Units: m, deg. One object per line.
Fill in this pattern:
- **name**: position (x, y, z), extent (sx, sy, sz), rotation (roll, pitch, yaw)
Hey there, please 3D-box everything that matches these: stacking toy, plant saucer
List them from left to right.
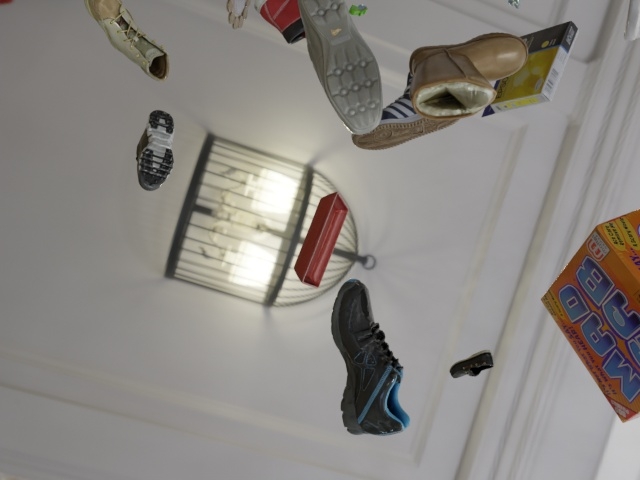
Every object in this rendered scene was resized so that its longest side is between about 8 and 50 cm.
- **plant saucer**: position (0.000, 0.000, 1.758), extent (0.258, 0.047, 0.259), rotation (40, 72, -78)
- **stacking toy**: position (0.170, -0.671, 1.597), extent (0.221, 0.052, 0.167), rotation (-39, 174, -31)

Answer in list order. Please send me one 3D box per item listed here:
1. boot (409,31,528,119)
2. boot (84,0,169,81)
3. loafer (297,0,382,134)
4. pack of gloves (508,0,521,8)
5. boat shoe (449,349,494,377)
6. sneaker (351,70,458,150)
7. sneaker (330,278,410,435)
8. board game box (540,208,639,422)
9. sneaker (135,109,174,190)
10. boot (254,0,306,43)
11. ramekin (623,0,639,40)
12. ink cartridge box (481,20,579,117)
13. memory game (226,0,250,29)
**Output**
- **boot**: position (0.269, -0.285, 1.101), extent (0.270, 0.236, 0.089), rotation (-83, 162, -62)
- **boot**: position (-0.414, -0.450, 1.370), extent (0.077, 0.165, 0.213), rotation (-44, 163, -12)
- **loafer**: position (0.040, -0.343, 1.191), extent (0.111, 0.112, 0.320), rotation (75, -2, -79)
- **pack of gloves**: position (0.369, -0.582, 1.273), extent (0.046, 0.195, 0.232), rotation (-33, 175, 10)
- **boat shoe**: position (0.365, 0.309, 1.529), extent (0.133, 0.048, 0.042), rotation (-39, -135, 41)
- **sneaker**: position (0.200, -0.333, 1.589), extent (0.099, 0.282, 0.153), rotation (74, 0, -63)
- **sneaker**: position (0.114, 0.247, 1.345), extent (0.125, 0.139, 0.341), rotation (-16, 99, -56)
- **board game box**: position (0.810, 0.145, 1.456), extent (0.357, 0.356, 0.356), rotation (96, -28, -58)
- **sneaker**: position (-0.393, -0.192, 1.480), extent (0.106, 0.078, 0.234), rotation (-48, -145, 43)
- **boot**: position (-0.032, -0.646, 1.691), extent (0.244, 0.176, 0.088), rotation (-43, 173, -1)
- **ramekin**: position (0.766, -0.584, 1.402), extent (0.273, 0.127, 0.273), rotation (-38, 133, -56)
- **ink cartridge box**: position (0.705, -0.589, 2.182), extent (0.307, 0.072, 0.304), rotation (2, -117, 56)
- **memory game**: position (-0.229, -0.688, 1.774), extent (0.186, 0.012, 0.186), rotation (13, 90, -82)
